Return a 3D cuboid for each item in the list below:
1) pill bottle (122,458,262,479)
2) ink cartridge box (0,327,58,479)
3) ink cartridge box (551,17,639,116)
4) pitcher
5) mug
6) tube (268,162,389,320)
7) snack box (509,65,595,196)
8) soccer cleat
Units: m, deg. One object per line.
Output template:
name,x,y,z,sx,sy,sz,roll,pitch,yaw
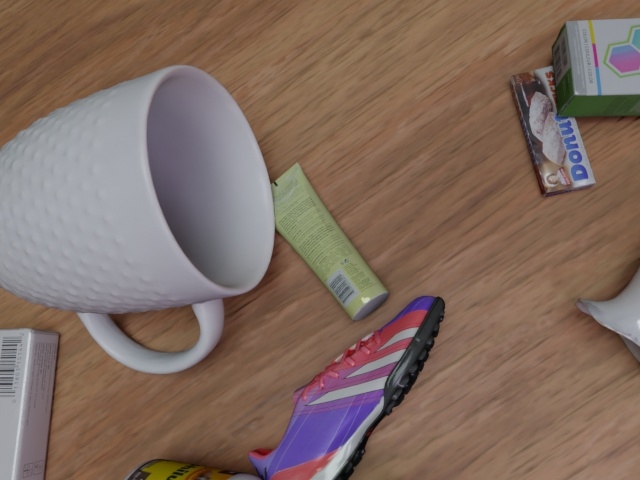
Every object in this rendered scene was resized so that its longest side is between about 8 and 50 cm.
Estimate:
pill bottle,-0.135,0.326,0.613,0.215,0.117,0.117,-7,75,32
ink cartridge box,-0.527,0.280,0.764,0.261,0.066,0.296,-3,76,11
ink cartridge box,0.416,-0.222,0.678,0.209,0.062,0.109,0,75,5
pitcher,0.434,0.073,0.597,0.207,0.125,0.177,-41,93,11
mug,-0.252,0.005,0.689,0.328,0.276,0.374,-11,104,20
tube,0.000,0.000,0.730,0.070,0.062,0.240,-23,63,-35
snack box,0.311,-0.150,0.715,0.064,0.022,0.178,-12,74,7
soccer cleat,0.036,0.185,0.653,0.116,0.108,0.318,35,88,21
